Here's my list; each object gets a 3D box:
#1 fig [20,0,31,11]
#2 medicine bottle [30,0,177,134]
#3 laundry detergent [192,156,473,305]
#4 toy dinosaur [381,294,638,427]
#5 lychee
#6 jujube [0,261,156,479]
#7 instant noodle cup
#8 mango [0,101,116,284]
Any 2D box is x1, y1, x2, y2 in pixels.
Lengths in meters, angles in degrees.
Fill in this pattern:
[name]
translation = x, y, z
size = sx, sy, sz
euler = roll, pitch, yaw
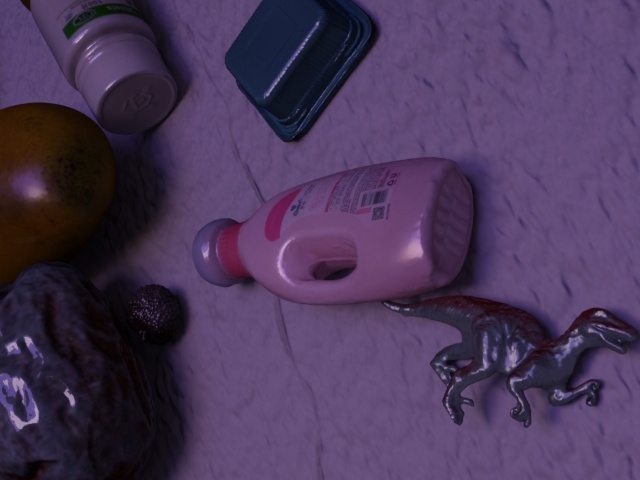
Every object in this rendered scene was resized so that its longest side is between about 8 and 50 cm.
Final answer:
[fig]
translation = -0.443, -0.399, 1.511
size = 0.089, 0.125, 0.089
euler = -16, 63, 36
[medicine bottle]
translation = -0.294, -0.264, 1.343
size = 0.139, 0.139, 0.237
euler = -46, 57, 20
[laundry detergent]
translation = 0.000, 0.000, 1.061
size = 0.335, 0.088, 0.159
euler = -9, 54, 39
[toy dinosaur]
translation = 0.158, 0.087, 0.936
size = 0.242, 0.053, 0.167
euler = 41, 103, 39
[lychee]
translation = -0.207, 0.094, 1.222
size = 0.067, 0.068, 0.083
euler = 112, 170, -62
[jujube]
translation = -0.316, 0.180, 1.186
size = 0.308, 0.215, 0.246
euler = 65, 156, 17
[instant noodle cup]
translation = -0.038, -0.228, 1.172
size = 0.179, 0.070, 0.157
euler = -53, 50, 17
[mango]
translation = -0.404, -0.053, 1.307
size = 0.378, 0.221, 0.264
euler = -18, 48, 43
